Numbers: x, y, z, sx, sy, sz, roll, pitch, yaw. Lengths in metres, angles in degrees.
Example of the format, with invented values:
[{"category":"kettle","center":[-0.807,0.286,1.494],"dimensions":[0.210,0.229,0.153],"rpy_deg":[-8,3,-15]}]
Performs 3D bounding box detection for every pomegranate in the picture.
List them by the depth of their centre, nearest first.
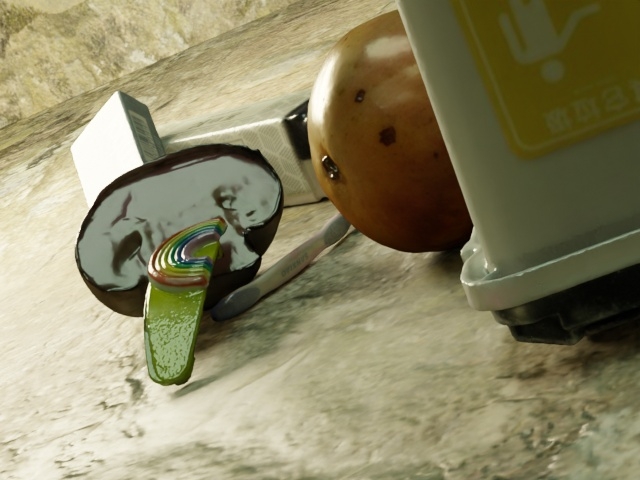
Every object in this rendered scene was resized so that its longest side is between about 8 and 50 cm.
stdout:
[{"category":"pomegranate","center":[0.082,-0.085,1.233],"dimensions":[0.191,0.191,0.191],"rpy_deg":[-23,14,6]}]

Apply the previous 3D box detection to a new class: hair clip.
[{"category":"hair clip","center":[-0.112,0.043,1.278],"dimensions":[0.060,0.033,0.188],"rpy_deg":[-13,36,14]}]

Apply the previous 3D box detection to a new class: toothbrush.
[{"category":"toothbrush","center":[0.000,0.000,1.397],"dimensions":[0.269,0.021,0.027],"rpy_deg":[-37,13,-38]}]

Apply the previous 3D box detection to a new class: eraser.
[{"category":"eraser","center":[-0.066,-0.088,1.677],"dimensions":[0.098,0.096,0.404],"rpy_deg":[-35,16,-37]},{"category":"eraser","center":[-0.201,-0.065,1.684],"dimensions":[0.092,0.046,0.212],"rpy_deg":[-49,36,17]}]

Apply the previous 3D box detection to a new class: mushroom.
[{"category":"mushroom","center":[-0.115,0.000,1.408],"dimensions":[0.188,0.141,0.117],"rpy_deg":[-27,-20,-5]}]

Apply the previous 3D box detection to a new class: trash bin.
[{"category":"trash bin","center":[0.160,-0.158,0.987],"dimensions":[0.256,0.368,0.296],"rpy_deg":[-21,14,18]}]
